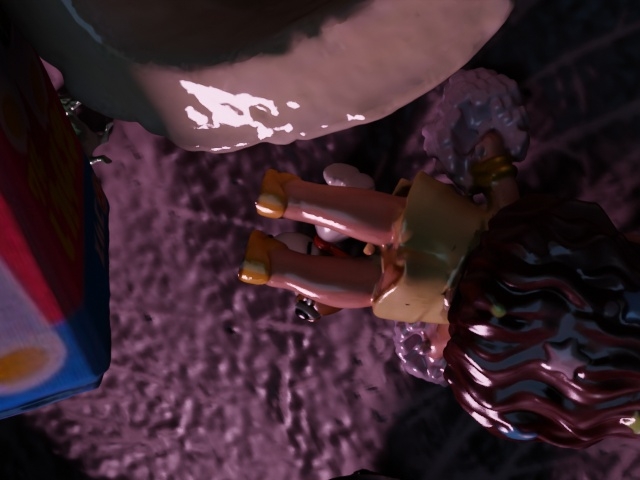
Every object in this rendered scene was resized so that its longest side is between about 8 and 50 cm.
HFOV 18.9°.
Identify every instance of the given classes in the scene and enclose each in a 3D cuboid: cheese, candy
[{"bbox_3d":[-0.034,-0.218,0.838,0.292,0.153,0.332,-14,110,33],"label":"cheese"},{"bbox_3d":[-0.194,-0.076,0.889,0.100,0.157,0.306,-20,124,5],"label":"candy"}]

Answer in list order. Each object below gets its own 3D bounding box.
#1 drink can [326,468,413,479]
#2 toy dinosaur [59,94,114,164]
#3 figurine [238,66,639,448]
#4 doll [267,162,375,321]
[{"bbox_3d":[0.017,0.251,1.083,0.097,0.097,0.235,17,118,14],"label":"drink can"},{"bbox_3d":[-0.144,-0.042,1.056,0.083,0.021,0.062,-28,94,26],"label":"toy dinosaur"},{"bbox_3d":[0.085,0.020,0.936,0.240,0.116,0.175,20,118,13],"label":"figurine"},{"bbox_3d":[0.006,0.002,1.007,0.058,0.040,0.085,49,122,7],"label":"doll"}]
